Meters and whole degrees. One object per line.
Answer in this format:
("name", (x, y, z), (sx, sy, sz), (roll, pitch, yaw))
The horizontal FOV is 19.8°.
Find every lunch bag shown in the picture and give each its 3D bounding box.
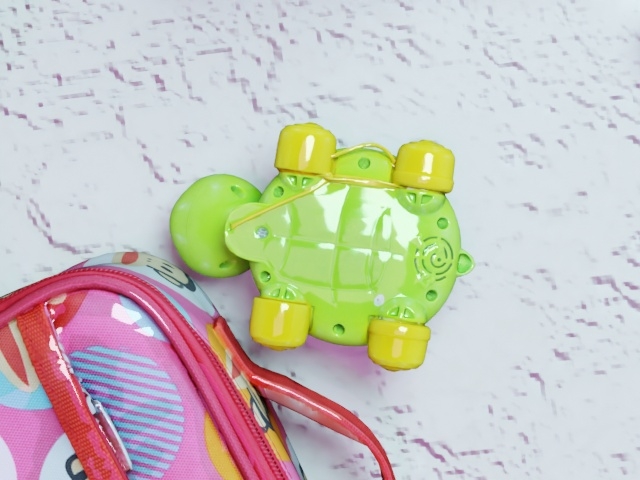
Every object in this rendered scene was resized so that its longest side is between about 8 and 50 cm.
("lunch bag", (-0.082, 0.158, 0.768), (0.258, 0.120, 0.293), (-28, 94, 3))

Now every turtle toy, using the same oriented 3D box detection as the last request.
("turtle toy", (0.000, 0.000, 0.764), (0.130, 0.066, 0.095), (10, 90, 5))
